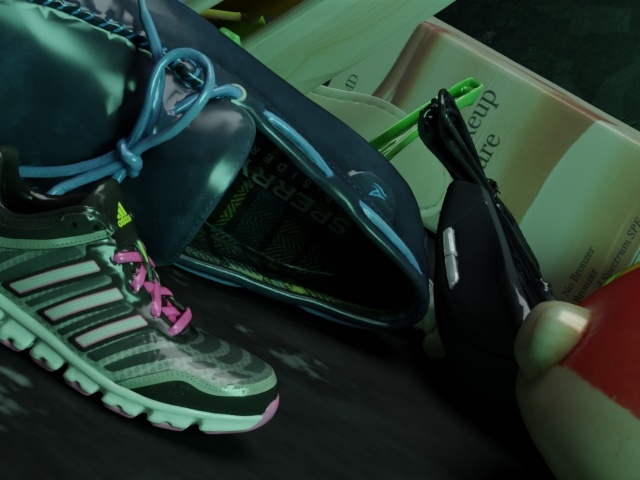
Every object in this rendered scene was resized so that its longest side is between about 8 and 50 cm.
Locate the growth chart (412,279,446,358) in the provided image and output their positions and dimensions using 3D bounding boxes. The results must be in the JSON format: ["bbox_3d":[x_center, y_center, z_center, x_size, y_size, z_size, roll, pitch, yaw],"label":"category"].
[{"bbox_3d":[0.000,0.000,1.099,0.237,0.021,0.172,31,11,14],"label":"growth chart"}]

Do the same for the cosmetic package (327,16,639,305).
[{"bbox_3d":[0.151,-0.064,1.403,0.296,0.153,0.129,31,11,22],"label":"cosmetic package"}]

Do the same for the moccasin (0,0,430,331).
[{"bbox_3d":[-0.066,-0.051,0.886,0.342,0.138,0.117,20,25,-30],"label":"moccasin"}]

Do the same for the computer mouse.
[{"bbox_3d":[0.108,0.047,1.030,0.184,0.060,0.262,57,12,-39],"label":"computer mouse"}]

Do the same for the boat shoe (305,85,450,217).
[{"bbox_3d":[-0.005,-0.073,1.261,0.228,0.081,0.068,23,-17,-32],"label":"boat shoe"}]

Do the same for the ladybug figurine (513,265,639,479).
[{"bbox_3d":[0.300,0.129,0.824,0.449,0.162,0.305,28,15,-12],"label":"ladybug figurine"}]

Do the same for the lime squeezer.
[{"bbox_3d":[0.008,-0.062,1.074,0.059,0.110,0.310,52,24,22],"label":"lime squeezer"}]

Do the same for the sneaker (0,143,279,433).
[{"bbox_3d":[-0.086,0.016,0.692,0.170,0.075,0.063,28,11,2],"label":"sneaker"}]

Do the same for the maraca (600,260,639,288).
[{"bbox_3d":[0.240,0.072,1.169,0.127,0.099,0.185,29,37,18],"label":"maraca"}]

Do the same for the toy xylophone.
[{"bbox_3d":[-0.049,-0.141,1.033,0.236,0.322,0.081,3,63,-62],"label":"toy xylophone"}]
